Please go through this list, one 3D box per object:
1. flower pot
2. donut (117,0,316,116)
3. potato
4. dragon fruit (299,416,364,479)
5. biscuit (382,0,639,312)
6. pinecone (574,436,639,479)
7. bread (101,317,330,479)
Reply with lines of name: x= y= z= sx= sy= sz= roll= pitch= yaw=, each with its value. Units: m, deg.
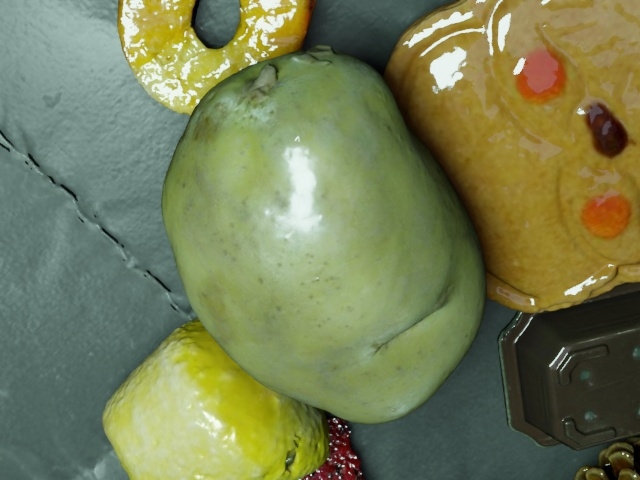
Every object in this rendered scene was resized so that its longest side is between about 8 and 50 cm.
flower pot: x=0.323 y=0.137 z=1.127 sx=0.251 sy=0.084 sz=0.179 roll=-12 pitch=107 yaw=-7
donut: x=-0.095 y=-0.207 z=0.959 sx=0.174 sy=0.074 sz=0.190 roll=-2 pitch=110 yaw=-11
potato: x=0.000 y=0.000 z=0.924 sx=0.243 sy=0.221 sz=0.326 roll=-28 pitch=116 yaw=19
dragon fruit: x=-0.022 y=0.245 z=1.118 sx=0.131 sy=0.063 sz=0.097 roll=-10 pitch=74 yaw=-8
biscuit: x=0.259 y=-0.109 z=1.006 sx=0.455 sy=0.078 sz=0.350 roll=-24 pitch=109 yaw=11
pinecone: x=0.343 y=0.303 z=1.134 sx=0.212 sy=0.168 sz=0.185 roll=-2 pitch=92 yaw=-24
bread: x=-0.096 y=0.171 z=1.016 sx=0.170 sy=0.197 sz=0.197 roll=-40 pitch=109 yaw=15
